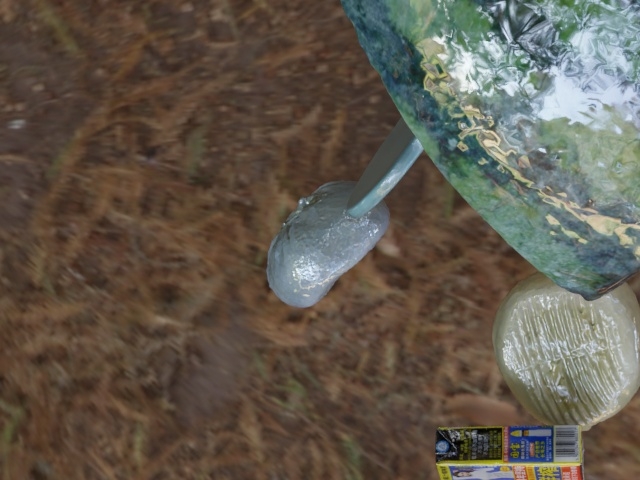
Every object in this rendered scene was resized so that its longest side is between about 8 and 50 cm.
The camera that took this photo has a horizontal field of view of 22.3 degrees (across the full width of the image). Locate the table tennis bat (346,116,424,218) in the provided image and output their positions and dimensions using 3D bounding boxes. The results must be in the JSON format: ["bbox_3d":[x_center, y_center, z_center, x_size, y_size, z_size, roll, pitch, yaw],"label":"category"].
[{"bbox_3d":[0.079,-0.088,1.239,0.040,0.244,0.153,36,75,-6],"label":"table tennis bat"}]

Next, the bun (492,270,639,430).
[{"bbox_3d":[0.300,0.121,1.900,0.178,0.128,0.193,-15,98,26],"label":"bun"}]

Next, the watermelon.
[{"bbox_3d":[0.130,-0.135,0.922,0.283,0.292,0.250,37,91,9],"label":"watermelon"}]

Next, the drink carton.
[{"bbox_3d":[0.217,0.245,1.850,0.165,0.071,0.056,-1,57,11],"label":"drink carton"}]

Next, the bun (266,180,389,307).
[{"bbox_3d":[0.000,0.000,1.552,0.083,0.141,0.141,42,82,-1],"label":"bun"}]
